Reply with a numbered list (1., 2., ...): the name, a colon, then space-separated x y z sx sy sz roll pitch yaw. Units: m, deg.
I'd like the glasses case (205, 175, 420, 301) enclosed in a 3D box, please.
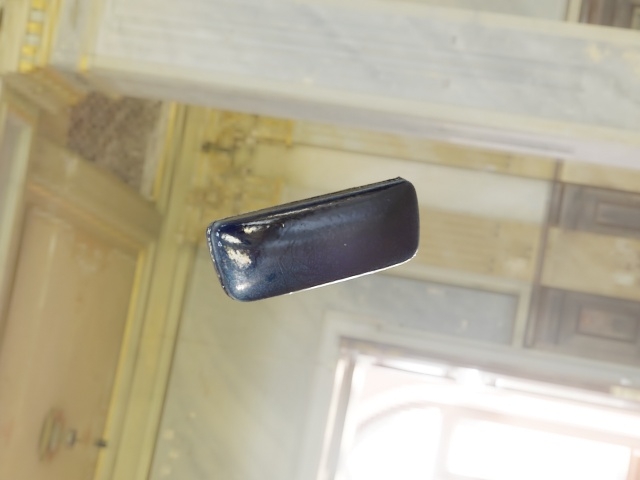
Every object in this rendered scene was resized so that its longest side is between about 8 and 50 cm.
1. glasses case: 0.000 0.000 0.536 0.023 0.083 0.033 -178 75 -74
